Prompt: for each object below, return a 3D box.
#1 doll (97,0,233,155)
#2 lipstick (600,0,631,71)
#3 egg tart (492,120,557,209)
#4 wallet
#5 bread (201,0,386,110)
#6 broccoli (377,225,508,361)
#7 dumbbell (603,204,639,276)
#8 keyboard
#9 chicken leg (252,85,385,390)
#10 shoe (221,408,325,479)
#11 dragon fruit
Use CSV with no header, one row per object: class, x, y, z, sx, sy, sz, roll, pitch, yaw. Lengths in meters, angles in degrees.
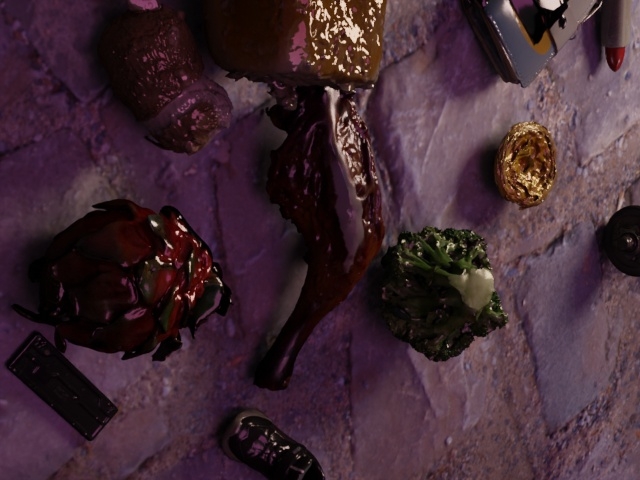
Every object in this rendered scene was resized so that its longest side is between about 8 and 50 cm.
doll,-0.172,-0.188,1.374,0.114,0.105,0.221,-14,124,13
lipstick,0.426,-0.335,1.880,0.063,0.057,0.186,-22,122,-34
egg tart,0.282,-0.108,1.828,0.128,0.049,0.129,-7,102,-39
wallet,0.301,-0.329,1.765,0.231,0.069,0.170,-44,122,-23
bread,-0.038,-0.265,1.421,0.195,0.176,0.246,-2,95,-49
broccoli,0.162,0.065,1.715,0.195,0.156,0.195,6,74,-20
dumbbell,0.544,-0.009,2.048,0.254,0.110,0.110,-9,109,-44
keyboard,-0.286,0.165,1.452,0.053,0.010,0.155,-50,129,-17
chicken leg,0.000,0.000,1.579,0.157,0.096,0.407,3,108,-20
shoe,-0.046,0.276,1.630,0.169,0.099,0.071,43,77,-39
dragon fruit,-0.206,0.043,1.383,0.188,0.182,0.182,9,97,-51
